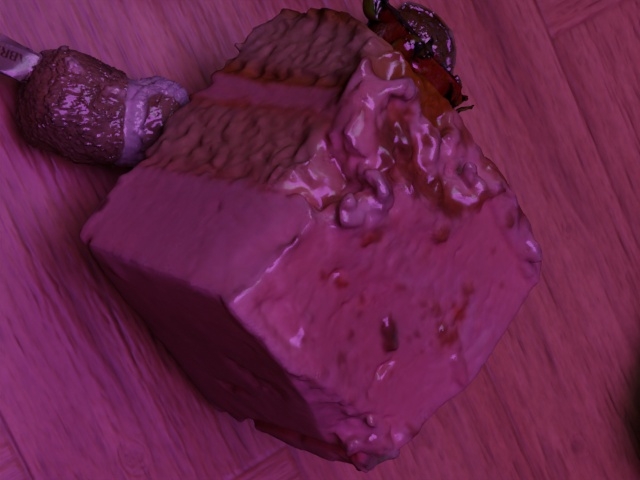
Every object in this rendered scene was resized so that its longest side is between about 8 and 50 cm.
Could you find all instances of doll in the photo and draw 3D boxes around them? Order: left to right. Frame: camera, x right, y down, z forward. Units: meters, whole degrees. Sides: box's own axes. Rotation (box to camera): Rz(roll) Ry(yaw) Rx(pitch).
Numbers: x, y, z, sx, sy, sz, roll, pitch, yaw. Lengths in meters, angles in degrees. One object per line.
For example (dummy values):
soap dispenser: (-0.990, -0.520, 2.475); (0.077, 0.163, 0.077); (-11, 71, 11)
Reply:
doll: (-0.224, -0.129, 1.303); (0.221, 0.105, 0.115); (22, 105, -29)

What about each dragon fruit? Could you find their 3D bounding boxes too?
dragon fruit: (0.090, -0.164, 1.417); (0.142, 0.138, 0.175); (24, 105, 10)

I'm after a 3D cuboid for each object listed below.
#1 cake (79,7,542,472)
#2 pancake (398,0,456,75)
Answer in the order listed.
cake: (0.000, 0.000, 1.259); (0.307, 0.293, 0.314); (-49, 127, -17)
pancake: (0.095, -0.193, 1.498); (0.116, 0.022, 0.129); (31, 82, -21)
